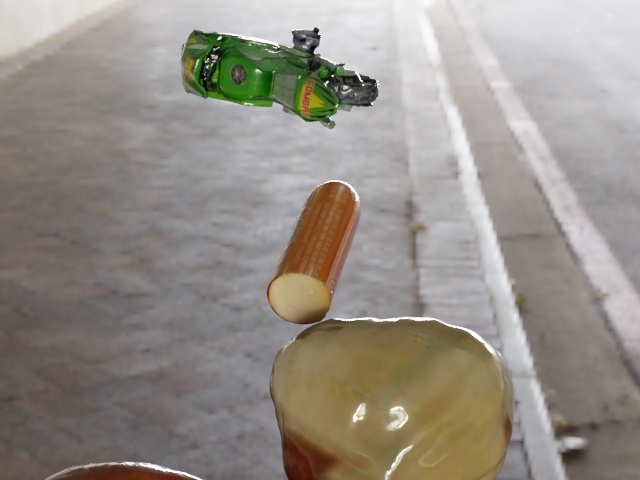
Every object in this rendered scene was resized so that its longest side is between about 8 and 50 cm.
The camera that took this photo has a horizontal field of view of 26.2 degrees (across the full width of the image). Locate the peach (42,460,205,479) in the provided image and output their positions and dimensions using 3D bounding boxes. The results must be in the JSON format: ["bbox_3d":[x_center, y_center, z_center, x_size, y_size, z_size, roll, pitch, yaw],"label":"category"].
[{"bbox_3d":[-0.200,0.412,1.452,0.372,0.373,0.290,-6,-2,-20],"label":"peach"}]

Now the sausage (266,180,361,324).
[{"bbox_3d":[0.000,0.000,1.543,0.071,0.071,0.234,3,33,12],"label":"sausage"}]

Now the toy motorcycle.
[{"bbox_3d":[-0.047,-0.141,1.148,0.190,0.074,0.106,18,20,25],"label":"toy motorcycle"}]

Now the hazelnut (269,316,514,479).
[{"bbox_3d":[0.075,0.183,1.421,0.261,0.261,0.241,2,5,10],"label":"hazelnut"}]
